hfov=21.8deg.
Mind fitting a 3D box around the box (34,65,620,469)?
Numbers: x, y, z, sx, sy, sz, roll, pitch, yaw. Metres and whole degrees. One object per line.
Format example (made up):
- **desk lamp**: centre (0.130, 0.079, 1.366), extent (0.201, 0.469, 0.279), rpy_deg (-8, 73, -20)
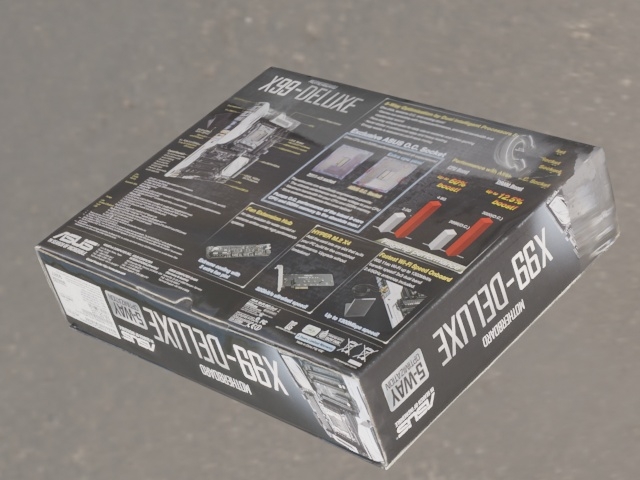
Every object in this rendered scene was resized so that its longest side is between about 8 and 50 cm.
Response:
- **box**: centre (0.000, 0.000, 1.093), extent (0.307, 0.242, 0.076), rpy_deg (18, 137, 41)
